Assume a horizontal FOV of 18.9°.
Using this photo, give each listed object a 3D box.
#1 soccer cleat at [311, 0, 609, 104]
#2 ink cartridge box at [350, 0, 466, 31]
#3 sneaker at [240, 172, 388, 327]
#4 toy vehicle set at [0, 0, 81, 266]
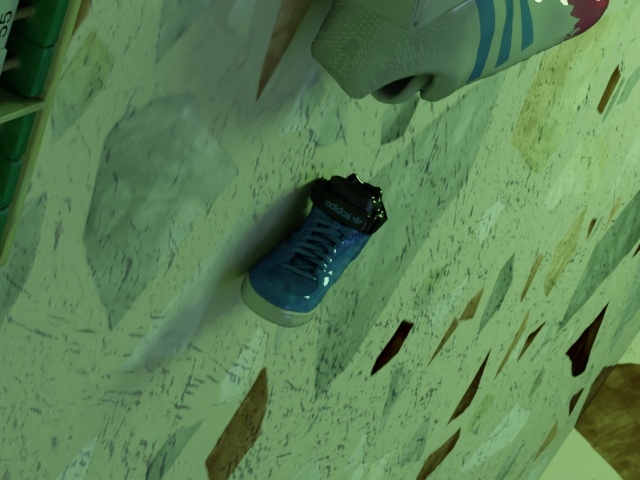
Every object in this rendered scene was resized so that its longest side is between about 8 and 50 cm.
[{"bbox_3d":[0.092,-0.158,1.291,0.143,0.116,0.331,-50,164,20],"label":"soccer cleat"},{"bbox_3d":[-0.025,-0.194,0.603,0.201,0.278,0.117,-35,149,-53],"label":"ink cartridge box"},{"bbox_3d":[-0.001,-0.001,1.322,0.085,0.058,0.152,-63,167,26],"label":"sneaker"},{"bbox_3d":[-0.161,-0.085,0.796,0.166,0.035,0.267,-32,147,-57],"label":"toy vehicle set"}]
